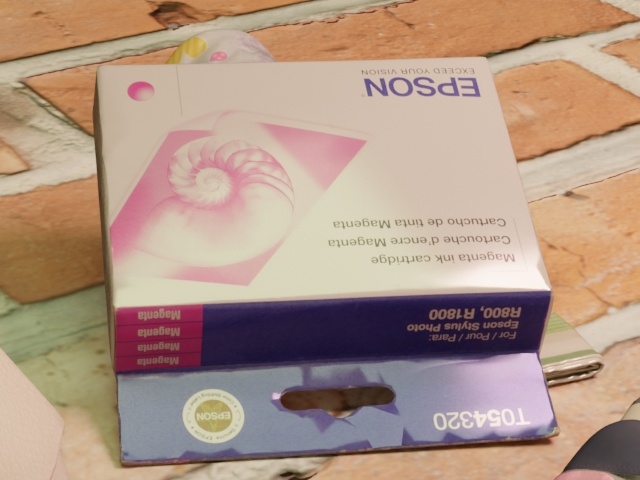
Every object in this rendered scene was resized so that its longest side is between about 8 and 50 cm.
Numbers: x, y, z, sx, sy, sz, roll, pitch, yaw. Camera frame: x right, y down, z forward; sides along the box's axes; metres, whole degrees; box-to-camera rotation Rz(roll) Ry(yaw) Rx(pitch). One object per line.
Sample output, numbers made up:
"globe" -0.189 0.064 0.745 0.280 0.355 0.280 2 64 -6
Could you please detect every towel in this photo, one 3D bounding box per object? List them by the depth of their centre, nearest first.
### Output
"towel" 0.139 0.073 1.187 0.113 0.023 0.152 -8 31 -25

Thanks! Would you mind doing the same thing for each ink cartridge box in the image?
"ink cartridge box" 0.000 0.000 1.119 0.324 0.071 0.330 -3 53 -11

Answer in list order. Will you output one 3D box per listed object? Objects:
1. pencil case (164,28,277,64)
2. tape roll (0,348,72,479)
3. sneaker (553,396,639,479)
"pencil case" -0.051 -0.094 1.342 0.124 0.113 0.273 6 27 -33
"tape roll" -0.293 0.146 0.630 0.392 0.392 0.072 5 30 -1
"sneaker" 0.265 0.223 0.886 0.131 0.112 0.319 -33 42 -23
